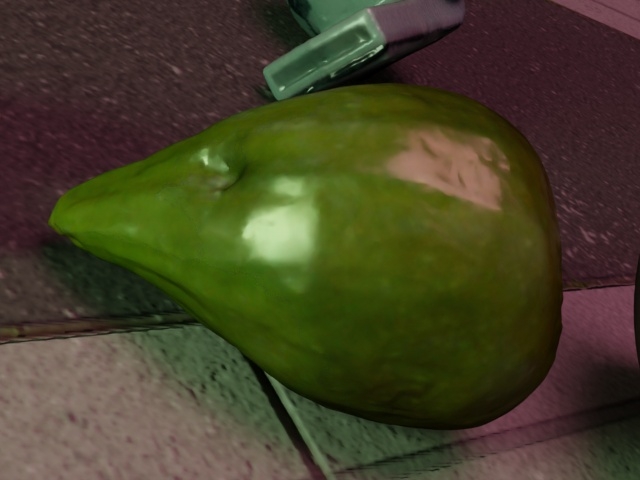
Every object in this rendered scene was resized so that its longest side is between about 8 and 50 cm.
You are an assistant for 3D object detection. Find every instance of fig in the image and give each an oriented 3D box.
[{"bbox_3d":[0.015,-0.009,0.549,0.233,0.167,0.167,32,25,-17],"label":"fig"}]

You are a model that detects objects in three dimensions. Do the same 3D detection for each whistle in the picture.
[{"bbox_3d":[0.030,-0.209,0.918,0.163,0.163,0.290,37,26,10],"label":"whistle"}]

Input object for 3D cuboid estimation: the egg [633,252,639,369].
[{"bbox_3d":[0.313,0.070,0.598,0.278,0.278,0.336,20,34,-22],"label":"egg"}]
